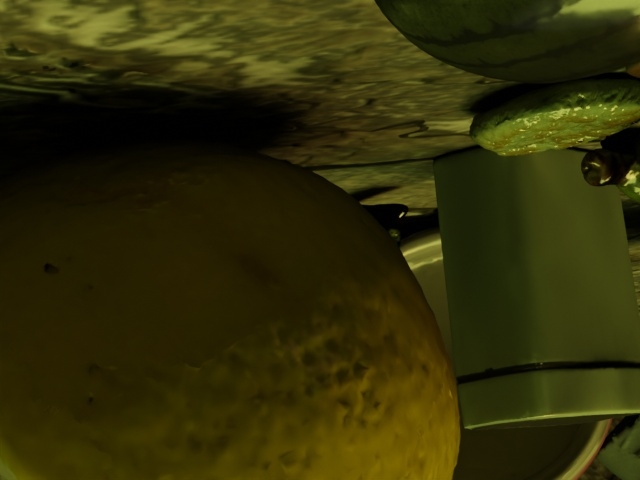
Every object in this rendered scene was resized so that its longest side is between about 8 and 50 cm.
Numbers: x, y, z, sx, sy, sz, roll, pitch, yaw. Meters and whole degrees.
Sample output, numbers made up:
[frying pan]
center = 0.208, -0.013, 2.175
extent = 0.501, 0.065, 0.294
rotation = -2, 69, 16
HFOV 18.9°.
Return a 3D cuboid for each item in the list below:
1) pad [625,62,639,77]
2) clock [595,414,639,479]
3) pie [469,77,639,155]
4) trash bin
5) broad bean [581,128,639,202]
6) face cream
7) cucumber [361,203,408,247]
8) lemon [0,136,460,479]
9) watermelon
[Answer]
[pad]
center = 0.284, -0.097, 0.650
extent = 0.284, 0.018, 0.286
rotation = -4, 173, -17
[clock]
center = 0.262, 0.068, 1.189
extent = 0.226, 0.049, 0.226
rotation = -44, 172, -8
[pie]
center = 0.101, -0.051, 0.805
extent = 0.085, 0.017, 0.085
rotation = -8, 172, -1
[trash bin]
center = 0.109, 0.024, 0.932
extent = 0.059, 0.130, 0.116
rotation = -13, 169, 36
[broad bean]
center = 0.238, -0.031, 0.968
extent = 0.297, 0.043, 0.060
rotation = 0, 160, -30
[face cream]
center = 0.091, 0.082, 1.161
extent = 0.175, 0.175, 0.195
rotation = -7, 173, 3
[cucumber]
center = -0.001, -0.001, 1.023
extent = 0.034, 0.033, 0.135
rotation = 34, 152, -22
[lemon]
center = -0.050, 0.067, 0.793
extent = 0.219, 0.240, 0.240
rotation = -35, -174, -27
[watermelon]
center = 0.058, -0.074, 0.420
extent = 0.111, 0.078, 0.078
rotation = -15, 168, 41
